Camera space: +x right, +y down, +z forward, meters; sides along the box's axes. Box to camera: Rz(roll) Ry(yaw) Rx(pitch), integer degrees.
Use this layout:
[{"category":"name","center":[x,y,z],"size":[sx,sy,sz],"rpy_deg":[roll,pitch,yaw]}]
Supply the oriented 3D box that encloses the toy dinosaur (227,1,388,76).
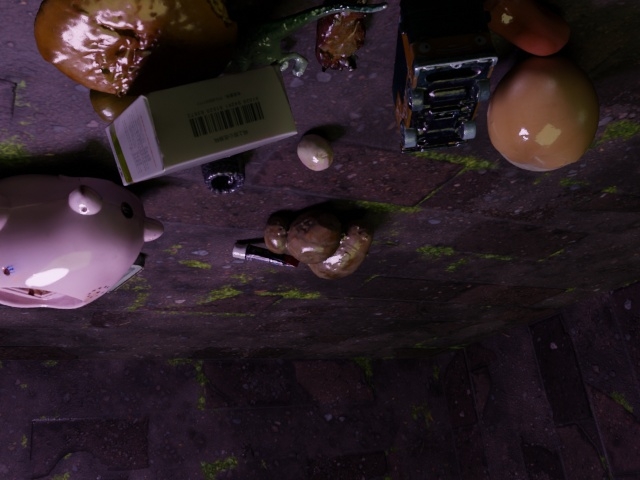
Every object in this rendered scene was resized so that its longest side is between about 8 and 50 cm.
[{"category":"toy dinosaur","center":[-0.049,-0.306,0.977],"size":[0.383,0.076,0.129],"rpy_deg":[-9,161,27]}]

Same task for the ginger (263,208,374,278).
[{"category":"ginger","center":[0.000,0.000,1.677],"size":[0.304,0.155,0.244],"rpy_deg":[25,149,-39]}]

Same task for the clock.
[{"category":"clock","center":[-0.572,0.007,1.362],"size":[0.376,0.251,0.368],"rpy_deg":[-16,156,21]}]

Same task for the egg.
[{"category":"egg","center":[0.412,-0.238,1.148],"size":[0.201,0.201,0.244],"rpy_deg":[-11,148,9]}]

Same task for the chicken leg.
[{"category":"chicken leg","center":[0.053,-0.350,0.964],"size":[0.106,0.051,0.253],"rpy_deg":[-2,157,-27]}]

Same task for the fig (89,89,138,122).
[{"category":"fig","center":[-0.350,-0.247,1.060],"size":[0.088,0.074,0.074],"rpy_deg":[-32,157,-3]}]

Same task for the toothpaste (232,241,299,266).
[{"category":"toothpaste","center":[-0.152,0.044,1.767],"size":[0.193,0.045,0.071],"rpy_deg":[12,-161,8]}]

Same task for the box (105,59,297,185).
[{"category":"box","center":[-0.192,-0.166,0.933],"size":[0.200,0.106,0.299],"rpy_deg":[-20,-171,-26]}]

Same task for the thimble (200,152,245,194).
[{"category":"thimble","center":[-0.213,-0.147,1.344],"size":[0.095,0.066,0.104],"rpy_deg":[4,155,-32]}]

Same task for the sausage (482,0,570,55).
[{"category":"sausage","center":[0.335,-0.355,1.008],"size":[0.194,0.077,0.077],"rpy_deg":[9,152,-38]}]

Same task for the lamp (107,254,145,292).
[{"category":"lamp","center":[-0.681,0.086,1.782],"size":[0.269,0.047,0.266],"rpy_deg":[12,150,-38]}]

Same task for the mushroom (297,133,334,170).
[{"category":"mushroom","center":[-0.009,-0.189,1.308],"size":[0.083,0.067,0.083],"rpy_deg":[24,150,15]}]

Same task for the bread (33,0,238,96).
[{"category":"bread","center":[-0.252,-0.308,0.847],"size":[0.268,0.146,0.268],"rpy_deg":[-10,158,-4]}]

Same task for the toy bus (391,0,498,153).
[{"category":"toy bus","center":[0.196,-0.275,1.037],"size":[0.138,0.167,0.275],"rpy_deg":[-8,162,1]}]
